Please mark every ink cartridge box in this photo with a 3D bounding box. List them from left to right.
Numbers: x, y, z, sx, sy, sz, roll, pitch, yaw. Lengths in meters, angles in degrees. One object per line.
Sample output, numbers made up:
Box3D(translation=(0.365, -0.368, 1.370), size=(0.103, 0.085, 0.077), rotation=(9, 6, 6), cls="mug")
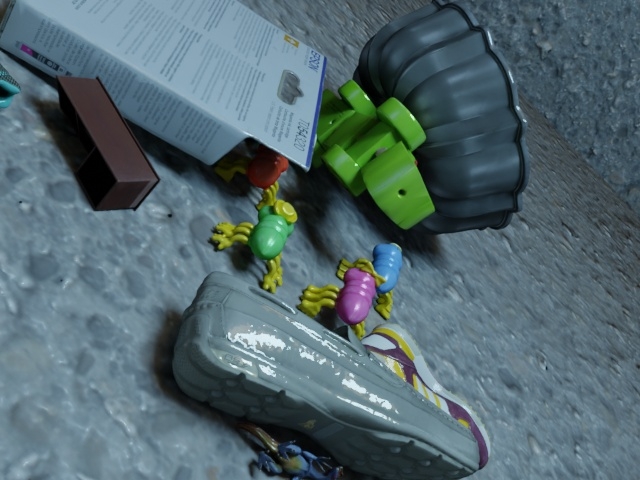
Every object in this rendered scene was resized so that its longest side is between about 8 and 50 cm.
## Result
Box3D(translation=(-0.154, -0.220, 0.913), size=(0.330, 0.071, 0.324), rotation=(31, 31, -15), cls="ink cartridge box")

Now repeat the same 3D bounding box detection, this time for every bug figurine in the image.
Box3D(translation=(0.000, 0.000, 0.884), size=(0.279, 0.072, 0.216), rotation=(40, 29, -15), cls="bug figurine")

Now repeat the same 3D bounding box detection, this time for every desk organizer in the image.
Box3D(translation=(-0.209, -0.092, 0.734), size=(0.050, 0.047, 0.130), rotation=(-9, 61, -55), cls="desk organizer")

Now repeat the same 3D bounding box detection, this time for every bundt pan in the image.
Box3D(translation=(0.142, -0.151, 1.074), size=(0.124, 0.331, 0.331), rotation=(-19, 62, -15), cls="bundt pan")

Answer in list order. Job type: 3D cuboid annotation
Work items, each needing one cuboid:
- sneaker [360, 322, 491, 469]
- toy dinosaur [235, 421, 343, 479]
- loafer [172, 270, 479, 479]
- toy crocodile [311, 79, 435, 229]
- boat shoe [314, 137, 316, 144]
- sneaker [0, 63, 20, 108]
Box3D(translation=(0.097, 0.178, 0.813), size=(0.185, 0.069, 0.084), rotation=(49, 44, 3), cls="sneaker")
Box3D(translation=(-0.017, 0.184, 0.665), size=(0.090, 0.047, 0.082), rotation=(52, 8, 30), cls="toy dinosaur")
Box3D(translation=(0.021, 0.129, 0.702), size=(0.319, 0.112, 0.111), rotation=(32, 47, -26), cls="loafer")
Box3D(translation=(0.048, -0.118, 0.988), size=(0.105, 0.115, 0.340), rotation=(50, -2, -29), cls="toy crocodile")
Box3D(translation=(-0.054, -0.135, 0.961), size=(0.038, 0.046, 0.125), rotation=(15, 11, -44), cls="boat shoe")
Box3D(translation=(-0.297, -0.117, 0.629), size=(0.076, 0.065, 0.166), rotation=(44, 29, -15), cls="sneaker")
